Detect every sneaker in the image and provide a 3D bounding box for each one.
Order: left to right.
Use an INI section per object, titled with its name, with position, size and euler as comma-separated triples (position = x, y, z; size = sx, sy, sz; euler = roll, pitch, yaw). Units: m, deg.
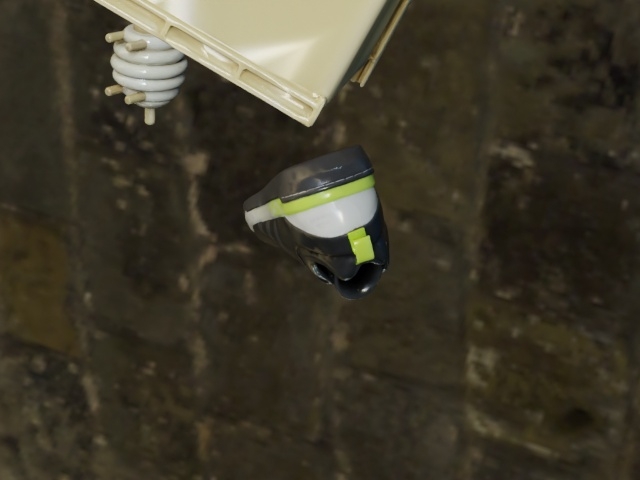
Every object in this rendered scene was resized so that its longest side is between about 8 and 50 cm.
[sneaker]
position = 0.000, 0.000, 1.008
size = 0.235, 0.084, 0.097
euler = 136, -66, -84

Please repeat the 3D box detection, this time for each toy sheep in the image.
[toy sheep]
position = -0.185, -0.187, 1.520
size = 0.091, 0.091, 0.132
euler = -44, 147, -56

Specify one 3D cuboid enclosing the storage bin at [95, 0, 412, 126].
[storage bin]
position = -0.038, -0.230, 0.608
size = 0.262, 0.260, 0.123
euler = -59, 180, 22
